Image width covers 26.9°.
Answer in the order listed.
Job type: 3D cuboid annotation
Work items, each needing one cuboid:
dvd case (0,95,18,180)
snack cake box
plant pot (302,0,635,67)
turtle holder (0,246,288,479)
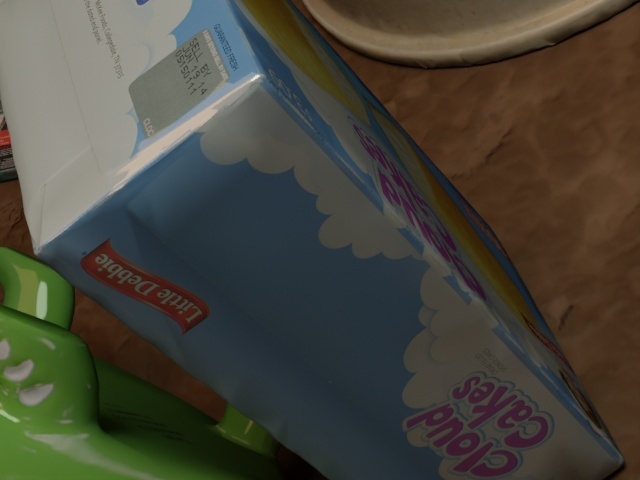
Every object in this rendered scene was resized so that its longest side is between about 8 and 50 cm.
[{"bbox_3d":[-0.203,-0.093,0.928,0.087,0.013,0.120,-9,55,34],"label":"dvd case"},{"bbox_3d":[0.000,0.000,0.508,0.089,0.264,0.152,-37,43,10],"label":"snack cake box"},{"bbox_3d":[0.044,-0.313,0.680,0.333,0.305,0.334,-21,48,25],"label":"plant pot"},{"bbox_3d":[-0.126,0.138,0.565,0.320,0.243,0.228,23,89,6],"label":"turtle holder"}]
